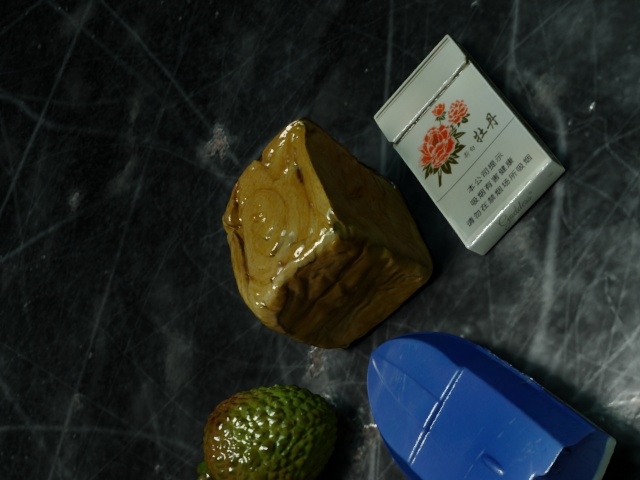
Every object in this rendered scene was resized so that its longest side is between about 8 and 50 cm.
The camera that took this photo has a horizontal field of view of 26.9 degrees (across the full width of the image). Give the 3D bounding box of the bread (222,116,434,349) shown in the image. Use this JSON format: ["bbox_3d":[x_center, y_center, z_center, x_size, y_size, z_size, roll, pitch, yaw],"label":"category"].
[{"bbox_3d":[0.000,0.000,1.216,0.149,0.143,0.158,-47,43,19],"label":"bread"}]

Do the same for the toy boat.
[{"bbox_3d":[0.116,0.148,1.086,0.129,0.088,0.295,-62,32,5],"label":"toy boat"}]

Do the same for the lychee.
[{"bbox_3d":[-0.051,0.187,1.206,0.146,0.114,0.114,-28,53,13],"label":"lychee"}]

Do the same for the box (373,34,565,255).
[{"bbox_3d":[0.129,-0.089,1.208,0.109,0.029,0.198,-48,47,18],"label":"box"}]
